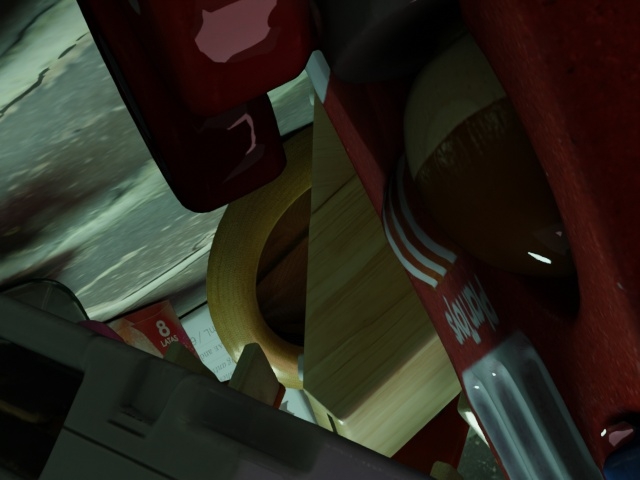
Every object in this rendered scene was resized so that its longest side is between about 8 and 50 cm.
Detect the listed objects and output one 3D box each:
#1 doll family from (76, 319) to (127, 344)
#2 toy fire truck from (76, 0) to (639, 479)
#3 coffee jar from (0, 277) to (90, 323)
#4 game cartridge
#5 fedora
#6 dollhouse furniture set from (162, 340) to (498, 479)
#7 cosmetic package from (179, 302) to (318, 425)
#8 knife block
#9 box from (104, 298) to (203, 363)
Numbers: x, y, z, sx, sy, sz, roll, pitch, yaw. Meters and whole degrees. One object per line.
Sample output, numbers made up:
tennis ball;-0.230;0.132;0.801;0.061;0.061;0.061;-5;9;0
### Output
doll family;-0.198;0.158;0.975;0.263;0.163;0.118;-13;136;21
toy fire truck;0.051;-0.030;0.496;0.169;0.254;0.302;-27;174;-8
coffee jar;-0.201;0.086;1.140;0.096;0.079;0.184;-26;174;-16
game cartridge;-0.072;0.057;0.551;0.297;0.062;0.198;17;167;42
fedora;0.000;0.000;1.127;0.194;0.194;0.079;-25;-153;-23
dollhouse furniture set;0.048;0.104;1.005;0.262;0.135;0.259;-2;-131;30
cosmetic package;-0.033;0.245;1.706;0.217;0.385;0.156;-31;173;26
knife block;0.117;-0.021;0.904;0.242;0.275;0.088;-3;151;9
box;-0.222;0.188;1.529;0.142;0.154;0.300;-22;170;-43
